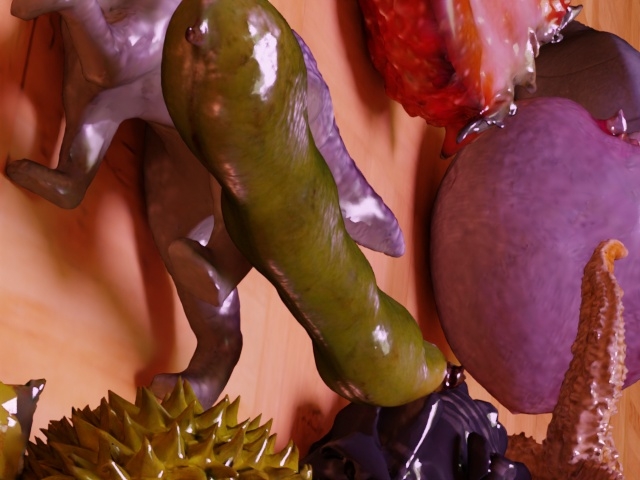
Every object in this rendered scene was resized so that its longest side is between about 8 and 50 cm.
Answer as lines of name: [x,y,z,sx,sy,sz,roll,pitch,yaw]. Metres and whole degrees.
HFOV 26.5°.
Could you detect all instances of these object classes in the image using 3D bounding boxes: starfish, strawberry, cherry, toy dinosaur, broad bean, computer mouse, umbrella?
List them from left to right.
toy dinosaur: [-0.048,-0.056,0.538,0.162,0.077,0.294,-66,148,-35]
broad bean: [-0.001,0.000,0.498,0.256,0.053,0.052,59,18,-49]
umbrella: [0.023,0.163,0.675,0.336,0.128,0.154,-19,110,-66]
strawberry: [0.065,-0.168,0.838,0.228,0.098,0.174,48,60,-45]
starfish: [0.143,0.200,0.841,0.301,0.084,0.293,-102,-147,-44]
cherry: [0.185,0.001,0.991,0.266,0.213,0.183,-64,171,-4]
computer mouse: [0.235,-0.096,1.232,0.371,0.122,0.188,-89,162,-74]

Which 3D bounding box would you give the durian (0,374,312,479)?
durian: [-0.050,0.131,0.432,0.159,0.146,0.198,-33,125,-69]
